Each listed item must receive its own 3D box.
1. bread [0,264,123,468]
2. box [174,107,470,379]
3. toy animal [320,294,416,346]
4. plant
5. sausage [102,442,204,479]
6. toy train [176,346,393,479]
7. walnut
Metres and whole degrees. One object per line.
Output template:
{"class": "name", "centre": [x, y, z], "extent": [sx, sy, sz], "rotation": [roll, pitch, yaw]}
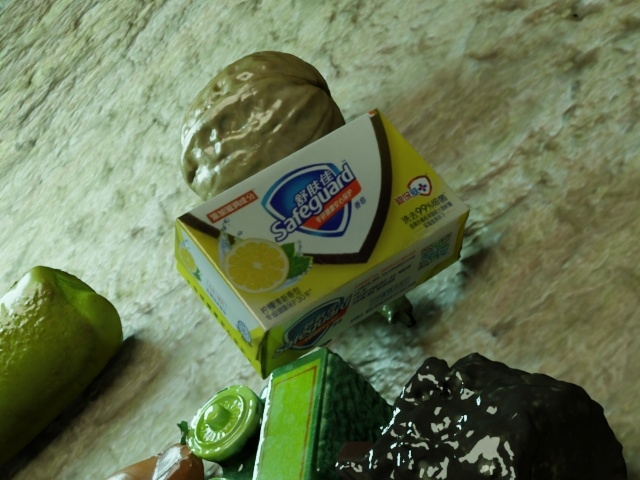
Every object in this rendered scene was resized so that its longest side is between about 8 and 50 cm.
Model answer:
{"class": "bread", "centre": [-0.409, 0.199, 2.115], "extent": [0.383, 0.166, 0.112], "rotation": [-43, 34, 6]}
{"class": "box", "centre": [0.000, 0.000, 1.755], "extent": [0.265, 0.097, 0.168], "rotation": [-28, 64, -22]}
{"class": "toy animal", "centre": [0.005, 0.061, 1.854], "extent": [0.219, 0.101, 0.103], "rotation": [0, 88, 57]}
{"class": "plant", "centre": [0.134, 0.201, 1.460], "extent": [0.234, 0.204, 0.178], "rotation": [-4, 31, 50]}
{"class": "sausage", "centre": [-0.194, 0.283, 1.857], "extent": [0.179, 0.089, 0.089], "rotation": [-33, 34, 15]}
{"class": "toy train", "centre": [-0.028, 0.238, 1.634], "extent": [0.188, 0.159, 0.271], "rotation": [-24, 36, 29]}
{"class": "walnut", "centre": [-0.073, -0.120, 2.054], "extent": [0.213, 0.213, 0.213], "rotation": [-31, 35, 25]}
